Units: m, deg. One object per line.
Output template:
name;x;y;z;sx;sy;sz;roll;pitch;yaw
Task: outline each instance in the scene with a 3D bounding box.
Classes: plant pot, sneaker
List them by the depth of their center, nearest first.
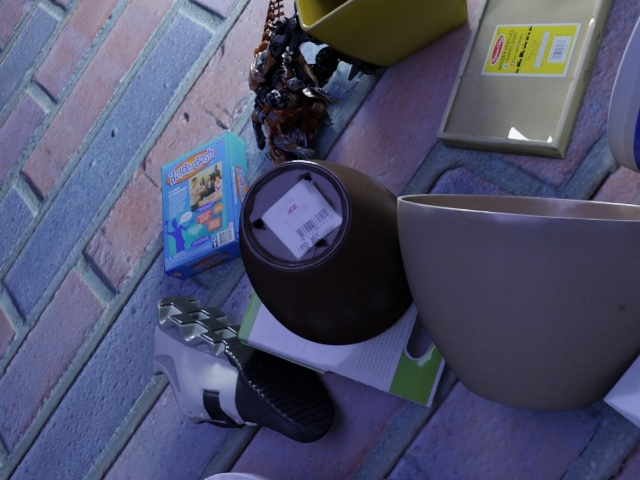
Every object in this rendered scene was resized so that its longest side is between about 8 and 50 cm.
plant pot;0.216;0.058;0.673;0.284;0.284;0.190;8;100;37
plant pot;0.000;0.000;0.730;0.216;0.230;0.215;-2;78;10
sneaker;-0.119;0.209;0.937;0.331;0.123;0.146;27;107;38
plant pot;0.094;-0.375;0.953;0.212;0.187;0.212;-26;58;25

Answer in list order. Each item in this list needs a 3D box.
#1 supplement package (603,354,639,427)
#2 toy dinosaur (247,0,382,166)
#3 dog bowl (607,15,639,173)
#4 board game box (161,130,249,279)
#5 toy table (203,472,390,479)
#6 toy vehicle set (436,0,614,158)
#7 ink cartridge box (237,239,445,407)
supplement package;0.398;0.128;0.567;0.194;0.149;0.203;41;98;38
toy dinosaur;-0.052;-0.264;1.048;0.218;0.164;0.321;-35;76;39
dog bowl;0.388;-0.169;0.618;0.104;0.265;0.264;36;95;37
board game box;-0.193;-0.058;1.121;0.160;0.047;0.210;-22;61;27
toy table;-0.018;0.377;0.757;0.252;0.161;0.274;-50;53;8
toy vehicle set;0.270;-0.241;0.874;0.166;0.035;0.266;14;81;38
ink cartridge box;0.049;0.087;0.872;0.256;0.097;0.188;18;82;14
